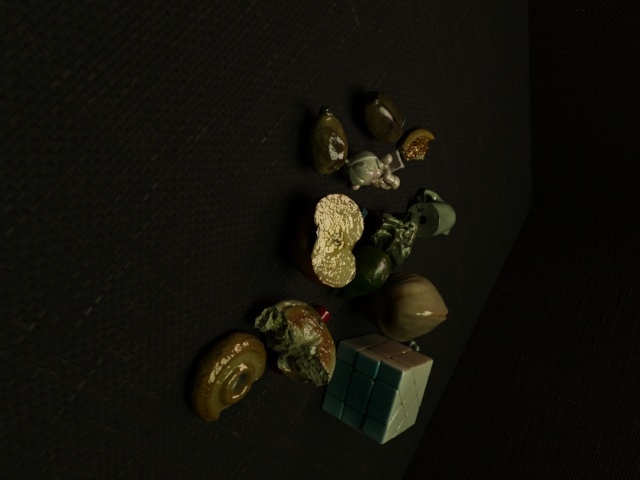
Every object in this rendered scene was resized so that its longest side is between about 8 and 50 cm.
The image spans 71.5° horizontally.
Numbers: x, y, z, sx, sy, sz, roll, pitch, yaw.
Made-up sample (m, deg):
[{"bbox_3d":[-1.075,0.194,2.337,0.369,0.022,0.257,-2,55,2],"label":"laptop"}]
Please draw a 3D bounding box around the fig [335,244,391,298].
[{"bbox_3d":[0.152,0.133,1.673,0.195,0.196,0.244,30,89,-54],"label":"fig"}]

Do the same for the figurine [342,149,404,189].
[{"bbox_3d":[0.177,-0.255,1.556,0.257,0.182,0.144,-4,93,-50],"label":"figurine"}]

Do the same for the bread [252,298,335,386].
[{"bbox_3d":[-0.076,0.304,1.434,0.314,0.171,0.192,49,34,-17],"label":"bread"}]

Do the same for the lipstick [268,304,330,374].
[{"bbox_3d":[-0.073,0.347,1.563,0.279,0.073,0.073,-47,138,-30],"label":"lipstick"}]

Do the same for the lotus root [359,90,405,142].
[{"bbox_3d":[0.210,-0.426,1.549,0.241,0.123,0.123,34,49,-51],"label":"lotus root"}]

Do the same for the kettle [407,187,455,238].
[{"bbox_3d":[0.520,-0.130,2.077,0.255,0.165,0.240,-10,85,-52],"label":"kettle"}]

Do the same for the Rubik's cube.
[{"bbox_3d":[0.244,0.608,1.891,0.319,0.316,0.321,6,101,-54],"label":"Rubik's cube"}]

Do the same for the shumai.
[{"bbox_3d":[0.248,-0.018,1.779,0.225,0.222,0.260,-89,-169,-48],"label":"shumai"}]

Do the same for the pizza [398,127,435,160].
[{"bbox_3d":[0.409,-0.405,1.877,0.271,0.056,0.134,-13,107,-49],"label":"pizza"}]

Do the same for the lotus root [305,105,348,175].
[{"bbox_3d":[0.020,-0.301,1.349,0.139,0.139,0.213,-28,125,-44],"label":"lotus root"}]

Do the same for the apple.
[{"bbox_3d":[0.000,0.000,1.425,0.251,0.163,0.292,23,74,-45],"label":"apple"}]

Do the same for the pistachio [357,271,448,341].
[{"bbox_3d":[0.342,0.268,1.848,0.445,0.366,0.280,23,78,-81],"label":"pistachio"}]

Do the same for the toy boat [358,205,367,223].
[{"bbox_3d":[0.135,-0.071,1.658,0.061,0.060,0.137,49,58,-29],"label":"toy boat"}]

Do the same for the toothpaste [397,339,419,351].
[{"bbox_3d":[0.376,0.456,2.070,0.037,0.255,0.067,6,97,-26],"label":"toothpaste"}]

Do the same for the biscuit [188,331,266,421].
[{"bbox_3d":[-0.269,0.386,1.302,0.274,0.091,0.213,-41,136,-32],"label":"biscuit"}]
